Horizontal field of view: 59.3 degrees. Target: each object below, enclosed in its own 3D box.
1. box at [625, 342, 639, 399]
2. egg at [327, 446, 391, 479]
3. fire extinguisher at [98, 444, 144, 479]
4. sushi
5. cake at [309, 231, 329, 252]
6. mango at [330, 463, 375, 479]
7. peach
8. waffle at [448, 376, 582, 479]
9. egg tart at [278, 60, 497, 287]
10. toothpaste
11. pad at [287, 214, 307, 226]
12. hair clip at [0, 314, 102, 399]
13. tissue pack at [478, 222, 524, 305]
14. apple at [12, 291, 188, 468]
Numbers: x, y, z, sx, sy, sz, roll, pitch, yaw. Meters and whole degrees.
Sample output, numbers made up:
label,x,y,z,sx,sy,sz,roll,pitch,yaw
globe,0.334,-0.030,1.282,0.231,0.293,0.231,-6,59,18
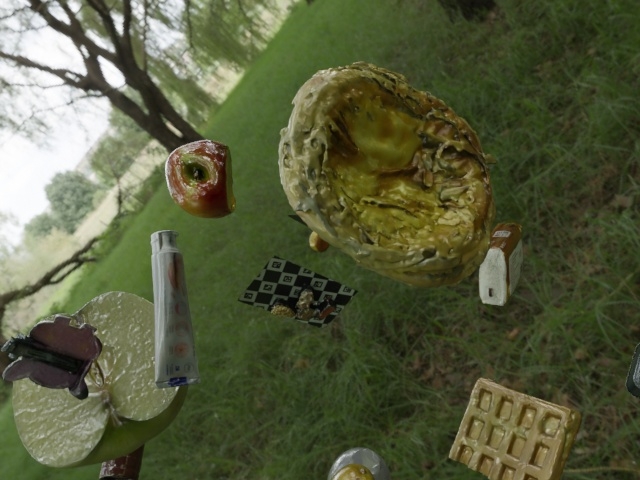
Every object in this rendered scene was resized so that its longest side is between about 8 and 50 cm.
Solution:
label,x,y,z,sx,sy,sz,roll,pitch,yaw
box,0.816,0.310,1.270,0.200,0.090,0.145,19,74,27
egg,0.105,0.673,1.533,0.176,0.175,0.232,-78,-7,-53
fire extinguisher,-0.510,0.491,1.569,0.137,0.102,0.344,-4,53,7
sushi,-0.056,0.165,1.516,0.193,0.279,0.043,-49,30,30
cake,0.000,0.000,2.019,0.044,0.084,0.084,11,62,40
mango,0.061,0.618,1.320,0.251,0.114,0.157,102,-177,-50
peach,-0.372,-0.197,1.816,0.275,0.245,0.249,55,-122,-76
waffle,0.592,0.606,1.745,0.348,0.077,0.304,13,74,44
egg tart,0.062,-0.056,0.547,0.252,0.232,0.098,-13,-10,-32
toothpaste,-0.310,0.140,1.175,0.066,0.100,0.324,-26,67,45
pad,-0.002,-0.055,1.575,0.157,0.112,0.003,0,72,35
hair clip,-0.507,0.214,1.064,0.056,0.187,0.146,20,84,49
tissue pack,0.537,0.065,1.660,0.091,0.184,0.226,2,22,35
apple,-0.488,0.297,1.267,0.312,0.320,0.360,-54,52,26
